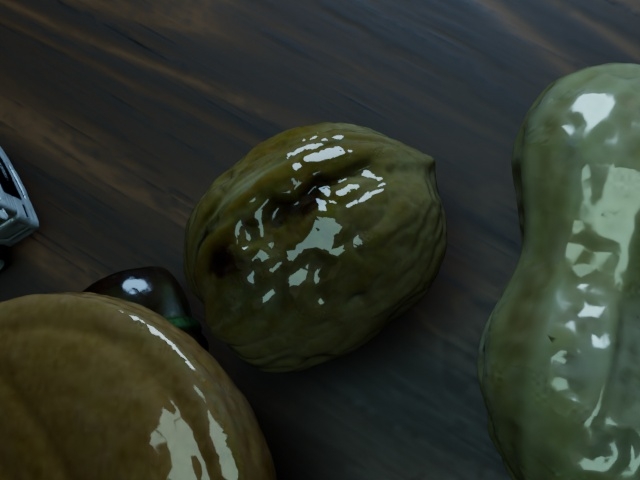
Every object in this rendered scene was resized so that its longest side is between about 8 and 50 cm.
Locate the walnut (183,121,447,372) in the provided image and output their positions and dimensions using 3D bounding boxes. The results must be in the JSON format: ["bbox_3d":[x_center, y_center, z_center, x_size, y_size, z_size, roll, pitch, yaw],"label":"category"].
[{"bbox_3d":[0.000,0.000,0.870,0.184,0.155,0.155,-37,72,10],"label":"walnut"}]

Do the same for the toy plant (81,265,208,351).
[{"bbox_3d":[-0.114,0.104,0.906,0.093,0.093,0.162,-25,73,9],"label":"toy plant"}]

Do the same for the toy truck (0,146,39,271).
[{"bbox_3d":[-0.340,0.008,0.970,0.242,0.125,0.101,-32,71,4],"label":"toy truck"}]

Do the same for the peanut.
[{"bbox_3d":[0.177,0.037,0.820,0.149,0.149,0.313,6,80,16],"label":"peanut"}]

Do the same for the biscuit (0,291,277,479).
[{"bbox_3d":[-0.227,0.220,0.874,0.455,0.078,0.350,-36,69,21],"label":"biscuit"}]
